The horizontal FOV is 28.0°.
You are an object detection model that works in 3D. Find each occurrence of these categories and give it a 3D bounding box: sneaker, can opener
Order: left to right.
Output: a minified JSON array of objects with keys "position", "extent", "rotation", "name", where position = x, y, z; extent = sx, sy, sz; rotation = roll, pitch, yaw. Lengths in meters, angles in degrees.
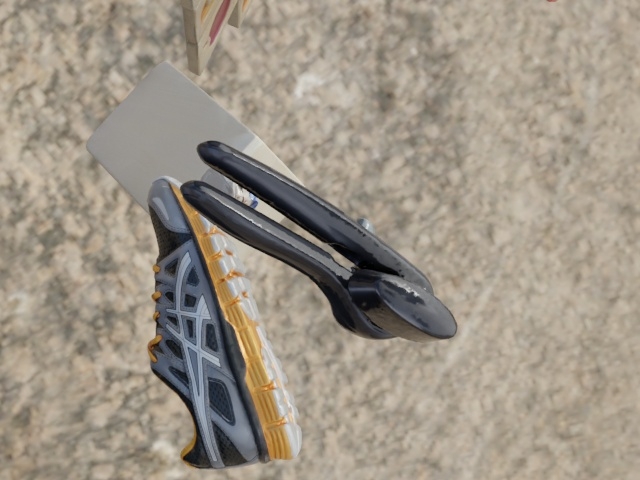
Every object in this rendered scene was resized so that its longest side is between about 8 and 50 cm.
[{"position":[-0.084,0.058,0.886],"extent":[0.084,0.083,0.215],"rotation":[33,37,-79],"name":"sneaker"},{"position":[0.000,0.000,0.728],"extent":[0.186,0.073,0.059],"rotation":[36,58,-26],"name":"can opener"}]

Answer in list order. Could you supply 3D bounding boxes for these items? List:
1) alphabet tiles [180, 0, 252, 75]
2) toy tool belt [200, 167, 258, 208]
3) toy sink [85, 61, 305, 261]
[{"position":[-0.003,-0.270,0.753],"extent":[0.011,0.285,0.343],"rotation":[25,79,0],"name":"alphabet tiles"},{"position":[-0.089,-0.044,1.361],"extent":[0.051,0.052,0.083],"rotation":[25,20,-52],"name":"toy tool belt"},{"position":[-0.152,-0.086,1.563],"extent":[0.153,0.234,0.131],"rotation":[-47,136,-3],"name":"toy sink"}]
